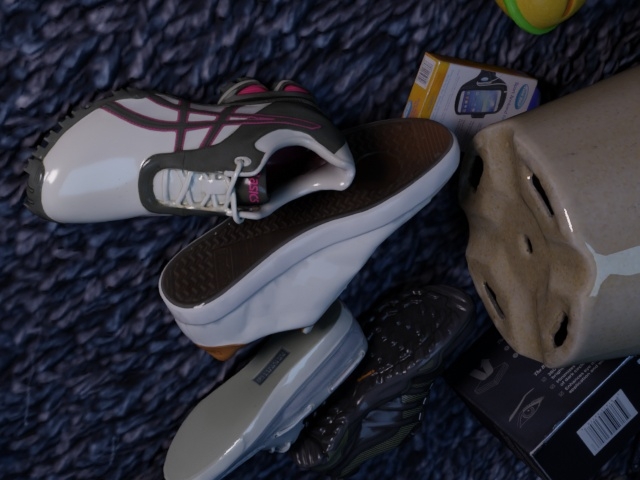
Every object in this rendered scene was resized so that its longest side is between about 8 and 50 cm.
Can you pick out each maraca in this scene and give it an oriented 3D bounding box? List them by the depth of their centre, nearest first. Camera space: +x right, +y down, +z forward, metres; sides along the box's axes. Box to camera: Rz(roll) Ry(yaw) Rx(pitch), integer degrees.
[{"bbox_3d":[0.200,-0.268,1.631,0.127,0.099,0.186,37,68,-51],"label":"maraca"}]

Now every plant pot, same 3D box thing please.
[{"bbox_3d":[0.303,-0.029,1.695,0.305,0.334,0.334,-15,123,-20],"label":"plant pot"}]

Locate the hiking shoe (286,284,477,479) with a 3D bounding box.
[{"bbox_3d":[0.066,0.136,1.793,0.227,0.086,0.114,-44,145,3],"label":"hiking shoe"}]

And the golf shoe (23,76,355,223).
[{"bbox_3d":[-0.103,-0.064,1.530,0.272,0.120,0.105,-15,125,-24],"label":"golf shoe"}]

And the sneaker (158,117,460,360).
[{"bbox_3d":[0.000,0.000,1.657,0.290,0.106,0.123,-32,139,-5],"label":"sneaker"}]

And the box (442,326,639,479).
[{"bbox_3d":[0.233,0.139,1.839,0.156,0.158,0.093,-43,130,-5],"label":"box"}]

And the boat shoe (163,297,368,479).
[{"bbox_3d":[-0.042,0.154,1.719,0.227,0.079,0.081,-46,127,-7],"label":"boat shoe"}]

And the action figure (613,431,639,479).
[{"bbox_3d":[0.358,0.293,2.016,0.141,0.164,0.276,-23,119,-47],"label":"action figure"}]

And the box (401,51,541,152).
[{"bbox_3d":[0.139,-0.121,1.718,0.136,0.028,0.081,6,112,-38],"label":"box"}]
